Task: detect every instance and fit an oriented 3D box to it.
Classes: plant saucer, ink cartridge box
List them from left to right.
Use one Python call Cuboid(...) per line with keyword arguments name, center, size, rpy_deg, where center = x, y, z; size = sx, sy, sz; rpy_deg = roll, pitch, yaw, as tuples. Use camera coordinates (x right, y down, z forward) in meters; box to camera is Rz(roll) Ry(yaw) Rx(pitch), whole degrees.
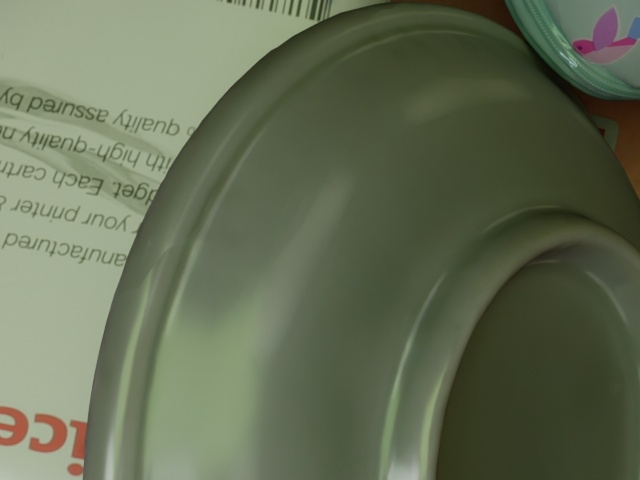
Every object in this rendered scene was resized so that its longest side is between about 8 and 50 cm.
Cuboid(name="ink cartridge box", center=(-0.124, -0.053, 0.931), size=(0.285, 0.166, 0.395), rpy_deg=(11, 82, -1))
Cuboid(name="plant saucer", center=(0.071, 0.094, 0.856), size=(0.100, 0.400, 0.400), rpy_deg=(4, 79, 41))

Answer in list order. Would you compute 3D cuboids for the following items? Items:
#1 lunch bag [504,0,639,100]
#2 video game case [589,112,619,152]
Cuboid(name="lunch bag", center=(0.160, -0.205, 0.968), size=(0.224, 0.108, 0.279), rpy_deg=(-6, 66, -37))
Cuboid(name="video game case", center=(0.000, 0.000, 1.029), size=(0.285, 0.025, 0.204), rpy_deg=(14, 81, -1))
